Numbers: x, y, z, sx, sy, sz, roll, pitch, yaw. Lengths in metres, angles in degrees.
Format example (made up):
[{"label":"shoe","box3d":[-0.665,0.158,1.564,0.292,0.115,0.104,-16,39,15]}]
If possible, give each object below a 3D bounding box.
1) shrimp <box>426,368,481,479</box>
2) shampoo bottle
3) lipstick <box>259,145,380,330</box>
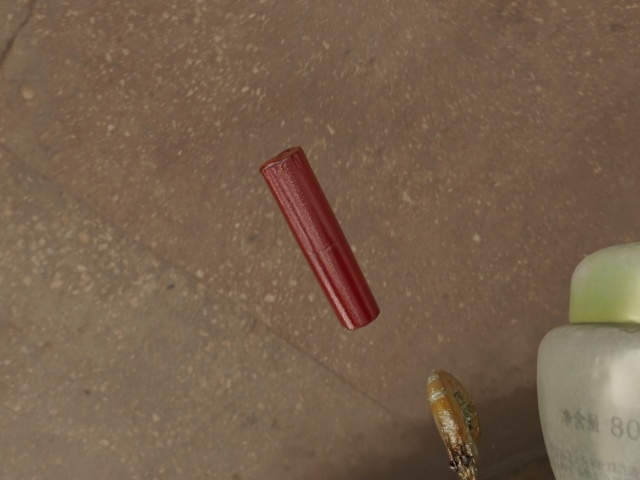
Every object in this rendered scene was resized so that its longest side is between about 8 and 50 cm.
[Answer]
[{"label":"shrimp","box3d":[0.187,0.252,0.935,0.041,0.180,0.099,-37,121,23]},{"label":"shampoo bottle","box3d":[0.383,0.166,0.690,0.323,0.322,0.317,7,80,1]},{"label":"lipstick","box3d":[0.001,-0.001,1.000,0.073,0.073,0.279,-22,107,13]}]
